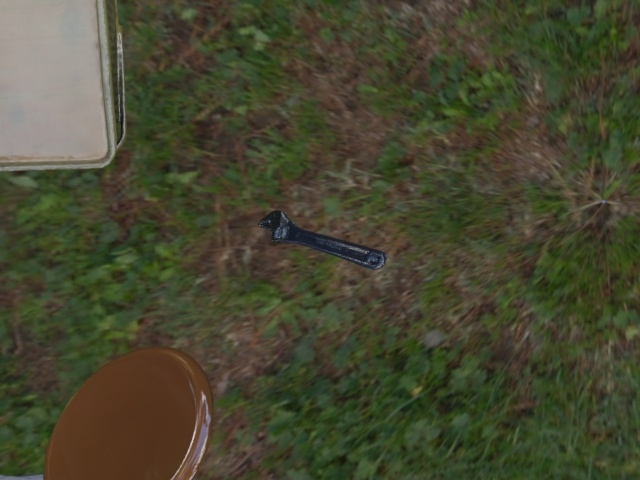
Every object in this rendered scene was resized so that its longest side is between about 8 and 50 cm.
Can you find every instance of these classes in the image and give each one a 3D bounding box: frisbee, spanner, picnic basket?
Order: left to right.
[{"bbox_3d":[-0.261,-0.197,1.122,0.165,0.139,0.267,-3,126,-5],"label":"picnic basket"},{"bbox_3d":[-0.231,0.235,1.490,0.251,0.021,0.251,-20,48,24],"label":"frisbee"},{"bbox_3d":[0.000,0.000,1.634,0.208,0.012,0.046,17,68,36],"label":"spanner"}]

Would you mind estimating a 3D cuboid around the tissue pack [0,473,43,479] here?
[{"bbox_3d":[-0.321,0.518,1.754,0.288,0.124,0.394,-9,103,27],"label":"tissue pack"}]
